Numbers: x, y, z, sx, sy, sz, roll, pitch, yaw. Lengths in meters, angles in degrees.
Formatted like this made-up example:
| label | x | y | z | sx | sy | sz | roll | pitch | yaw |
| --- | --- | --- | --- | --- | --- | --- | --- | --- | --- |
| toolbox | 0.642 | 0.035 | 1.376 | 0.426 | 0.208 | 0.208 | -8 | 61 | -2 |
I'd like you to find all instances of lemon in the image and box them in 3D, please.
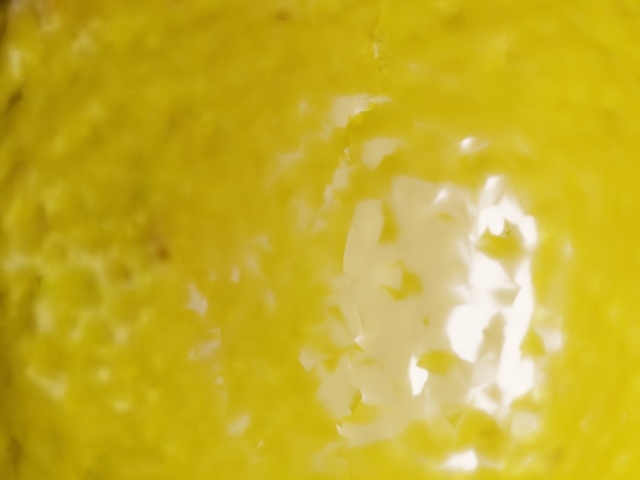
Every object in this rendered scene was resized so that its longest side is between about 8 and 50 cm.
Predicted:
| label | x | y | z | sx | sy | sz | roll | pitch | yaw |
| --- | --- | --- | --- | --- | --- | --- | --- | --- | --- |
| lemon | 0.000 | -0.002 | 0.596 | 0.336 | 0.336 | 0.336 | -1 | 97 | -6 |
